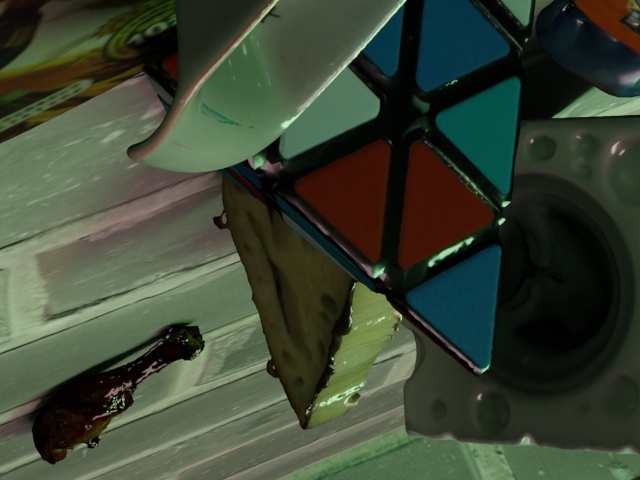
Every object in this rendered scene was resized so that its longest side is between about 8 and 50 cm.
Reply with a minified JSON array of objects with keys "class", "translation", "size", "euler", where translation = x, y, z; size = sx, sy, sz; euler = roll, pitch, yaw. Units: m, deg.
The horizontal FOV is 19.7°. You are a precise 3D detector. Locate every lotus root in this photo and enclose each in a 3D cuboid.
[{"class":"lotus root","translation":[0.000,0.000,1.260],"size":[0.074,0.170,0.260],"euler":[-25,159,-31]}]

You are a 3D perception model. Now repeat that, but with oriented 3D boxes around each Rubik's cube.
[{"class":"Rubik's cube","translation":[-0.011,-0.044,1.004],"size":[0.284,0.250,0.234],"euler":[-26,159,29]}]

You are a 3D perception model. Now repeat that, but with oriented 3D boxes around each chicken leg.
[{"class":"chicken leg","translation":[-0.202,0.151,1.739],"size":[0.106,0.051,0.253],"euler":[-19,166,-48]}]

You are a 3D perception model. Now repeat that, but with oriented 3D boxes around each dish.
[{"class":"dish","translation":[-0.010,-0.128,0.832],"size":[0.234,0.064,0.154],"euler":[-49,168,7]}]

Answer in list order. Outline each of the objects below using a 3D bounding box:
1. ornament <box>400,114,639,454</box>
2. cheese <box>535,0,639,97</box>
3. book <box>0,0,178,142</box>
[{"class":"ornament","translation":[0.222,0.024,1.412],"size":[0.239,0.240,0.240],"euler":[1,-175,38]},{"class":"cheese","translation":[0.241,-0.163,1.080],"size":[0.129,0.217,0.329],"euler":[-66,-167,-22]},{"class":"book","translation":[-0.185,-0.111,0.770],"size":[0.300,0.039,0.428],"euler":[-25,168,2]}]
